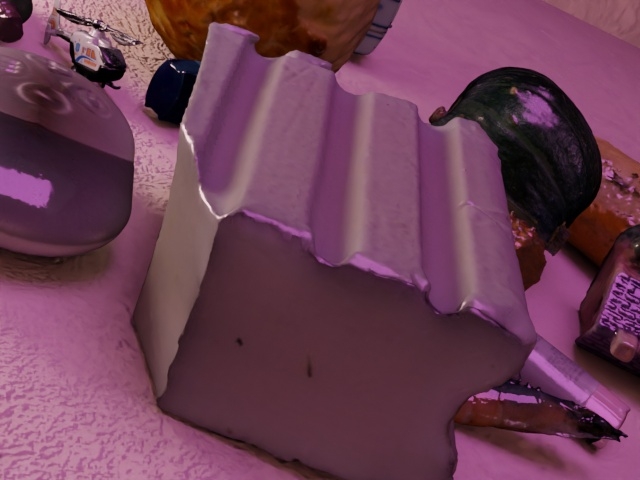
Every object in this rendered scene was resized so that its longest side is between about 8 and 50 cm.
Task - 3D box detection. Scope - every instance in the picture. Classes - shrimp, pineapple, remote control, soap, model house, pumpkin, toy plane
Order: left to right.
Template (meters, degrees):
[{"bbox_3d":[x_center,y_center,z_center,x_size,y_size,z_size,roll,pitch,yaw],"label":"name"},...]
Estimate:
[{"bbox_3d":[-0.286,-0.094,1.052,0.221,0.103,0.332,19,28,-19],"label":"remote control"},{"bbox_3d":[-0.293,-0.243,1.360,0.053,0.078,0.197,1,24,-45],"label":"toy plane"},{"bbox_3d":[0.000,0.000,1.052,0.350,0.213,0.435,22,26,-10],"label":"soap"},{"bbox_3d":[0.202,-0.026,1.478,0.125,0.125,0.251,14,24,-33],"label":"pineapple"},{"bbox_3d":[0.206,0.136,1.189,0.262,0.051,0.198,14,37,-5],"label":"shrimp"},{"bbox_3d":[0.293,-0.129,1.557,0.263,0.197,0.293,42,1,6],"label":"pumpkin"},{"bbox_3d":[0.480,0.111,1.423,0.237,0.202,0.237,32,24,1],"label":"model house"}]

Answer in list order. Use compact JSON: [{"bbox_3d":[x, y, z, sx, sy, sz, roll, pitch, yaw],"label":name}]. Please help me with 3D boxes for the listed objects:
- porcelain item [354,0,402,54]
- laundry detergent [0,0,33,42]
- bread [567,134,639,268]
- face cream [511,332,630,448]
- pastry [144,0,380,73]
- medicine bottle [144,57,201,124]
[{"bbox_3d":[-0.009,-0.477,2.024,0.286,0.157,0.281,5,33,-42],"label":"porcelain item"},{"bbox_3d":[-0.431,-0.314,1.337,0.144,0.078,0.222,5,38,-41],"label":"laundry detergent"},{"bbox_3d":[0.478,-0.051,1.774,0.236,0.165,0.375,6,34,-51],"label":"bread"},{"bbox_3d":[0.266,0.158,1.268,0.198,0.057,0.084,41,31,15],"label":"face cream"},{"bbox_3d":[-0.097,-0.383,1.519,0.312,0.388,0.388,-22,53,-30],"label":"pastry"},{"bbox_3d":[-0.093,-0.137,1.381,0.258,0.079,0.124,37,20,11],"label":"medicine bottle"}]
